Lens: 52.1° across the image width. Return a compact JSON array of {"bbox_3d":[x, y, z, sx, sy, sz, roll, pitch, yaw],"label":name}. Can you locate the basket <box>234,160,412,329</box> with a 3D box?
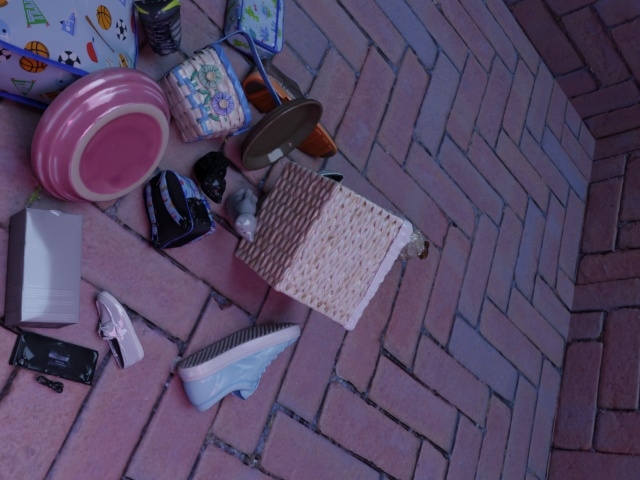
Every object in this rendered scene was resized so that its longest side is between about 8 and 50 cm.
[{"bbox_3d":[0.000,0.000,1.727,0.266,0.328,0.331,31,90,-33],"label":"basket"}]

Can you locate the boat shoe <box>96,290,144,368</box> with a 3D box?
[{"bbox_3d":[-0.467,0.205,1.477,0.063,0.066,0.184,-37,117,-44],"label":"boat shoe"}]

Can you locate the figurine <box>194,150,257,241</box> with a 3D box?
[{"bbox_3d":[-0.235,-0.106,1.675,0.215,0.092,0.209,52,7,-24],"label":"figurine"}]

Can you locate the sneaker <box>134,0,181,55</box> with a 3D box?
[{"bbox_3d":[-0.380,-0.520,1.596,0.111,0.300,0.121,-10,102,-5],"label":"sneaker"}]

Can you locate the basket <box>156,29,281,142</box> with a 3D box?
[{"bbox_3d":[-0.254,-0.390,1.719,0.289,0.201,0.255,-35,105,-33],"label":"basket"}]

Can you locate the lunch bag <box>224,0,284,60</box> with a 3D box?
[{"bbox_3d":[-0.187,-0.652,1.923,0.176,0.090,0.219,22,62,-40],"label":"lunch bag"}]

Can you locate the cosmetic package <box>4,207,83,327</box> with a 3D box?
[{"bbox_3d":[-0.578,0.059,1.368,0.127,0.107,0.238,11,70,-43],"label":"cosmetic package"}]

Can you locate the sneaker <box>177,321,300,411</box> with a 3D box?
[{"bbox_3d":[-0.195,0.322,1.681,0.366,0.135,0.150,-19,102,-37],"label":"sneaker"}]

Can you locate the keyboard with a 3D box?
[{"bbox_3d":[-0.565,0.266,1.389,0.180,0.023,0.108,27,56,-37],"label":"keyboard"}]

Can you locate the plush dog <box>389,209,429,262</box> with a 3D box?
[{"bbox_3d":[0.222,0.008,2.085,0.262,0.225,0.211,33,59,-36],"label":"plush dog"}]

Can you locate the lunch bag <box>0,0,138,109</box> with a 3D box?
[{"bbox_3d":[-0.569,-0.456,1.393,0.385,0.239,0.328,8,73,-49],"label":"lunch bag"}]

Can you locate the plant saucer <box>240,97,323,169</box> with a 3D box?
[{"bbox_3d":[-0.113,-0.299,1.811,0.278,0.278,0.041,-28,75,-45],"label":"plant saucer"}]

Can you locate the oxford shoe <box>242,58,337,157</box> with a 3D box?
[{"bbox_3d":[-0.067,-0.396,1.965,0.363,0.130,0.133,44,47,-29],"label":"oxford shoe"}]

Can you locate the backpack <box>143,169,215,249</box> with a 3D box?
[{"bbox_3d":[-0.351,-0.080,1.595,0.117,0.158,0.173,-5,73,-54],"label":"backpack"}]

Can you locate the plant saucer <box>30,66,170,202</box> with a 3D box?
[{"bbox_3d":[-0.451,-0.208,1.413,0.084,0.332,0.332,40,41,21],"label":"plant saucer"}]

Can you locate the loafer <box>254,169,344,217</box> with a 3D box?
[{"bbox_3d":[-0.059,-0.131,1.909,0.319,0.111,0.112,-36,104,-37],"label":"loafer"}]
